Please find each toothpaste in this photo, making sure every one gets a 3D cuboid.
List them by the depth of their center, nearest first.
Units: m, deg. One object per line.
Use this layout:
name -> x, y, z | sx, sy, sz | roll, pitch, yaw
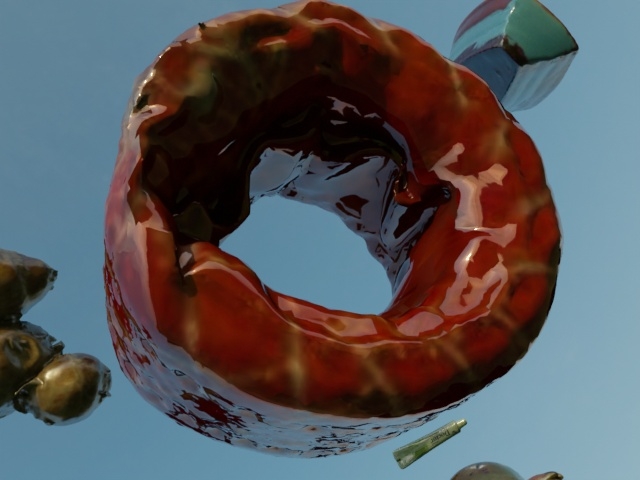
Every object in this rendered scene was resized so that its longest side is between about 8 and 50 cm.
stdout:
toothpaste -> 0.264, 0.479, 1.490 | 0.197, 0.048, 0.029 | -33, -24, 9

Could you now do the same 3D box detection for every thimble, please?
thimble -> 0.000, 0.000, 0.515 | 0.350, 0.230, 0.350 | 8, -117, -16

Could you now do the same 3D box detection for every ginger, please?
ginger -> -0.513, 0.145, 0.992 | 0.256, 0.176, 0.375 | -26, -92, -12

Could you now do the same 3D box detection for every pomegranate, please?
pomegranate -> 0.290, 0.424, 0.965 | 0.210, 0.180, 0.180 | -36, -48, 21

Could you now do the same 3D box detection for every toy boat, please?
toy boat -> 0.205, -0.202, 0.793 | 0.079, 0.392, 0.136 | -45, -90, -1
